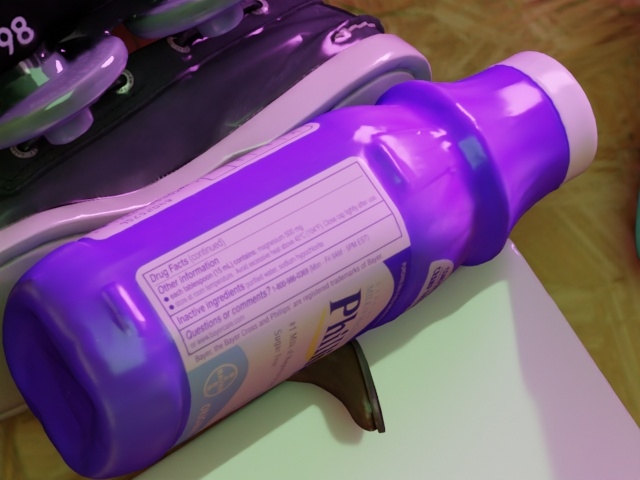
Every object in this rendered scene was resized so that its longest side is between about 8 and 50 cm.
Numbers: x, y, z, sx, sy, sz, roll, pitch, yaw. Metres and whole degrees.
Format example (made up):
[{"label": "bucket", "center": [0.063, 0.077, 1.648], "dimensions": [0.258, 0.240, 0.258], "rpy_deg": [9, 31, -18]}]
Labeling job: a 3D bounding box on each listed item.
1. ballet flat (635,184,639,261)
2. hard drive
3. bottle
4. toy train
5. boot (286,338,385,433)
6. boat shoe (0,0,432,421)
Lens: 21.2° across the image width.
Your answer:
[{"label": "ballet flat", "center": [0.226, -0.136, 0.834], "dimensions": [0.124, 0.116, 0.342], "rpy_deg": [6, 96, 34]}, {"label": "hard drive", "center": [0.009, 0.189, 0.829], "dimensions": [0.353, 0.047, 0.233], "rpy_deg": [-32, 85, -11]}, {"label": "bottle", "center": [0.000, 0.000, 0.757], "dimensions": [0.283, 0.118, 0.092], "rpy_deg": [-29, 77, -27]}, {"label": "toy train", "center": [-0.103, -0.157, 0.779], "dimensions": [0.334, 0.190, 0.142], "rpy_deg": [-40, 115, -23]}, {"label": "boot", "center": [-0.035, 0.072, 0.807], "dimensions": [0.114, 0.037, 0.106], "rpy_deg": [-21, 41, -7]}, {"label": "boat shoe", "center": [-0.110, -0.027, 0.807], "dimensions": [0.340, 0.127, 0.113], "rpy_deg": [-34, 61, -18]}]
